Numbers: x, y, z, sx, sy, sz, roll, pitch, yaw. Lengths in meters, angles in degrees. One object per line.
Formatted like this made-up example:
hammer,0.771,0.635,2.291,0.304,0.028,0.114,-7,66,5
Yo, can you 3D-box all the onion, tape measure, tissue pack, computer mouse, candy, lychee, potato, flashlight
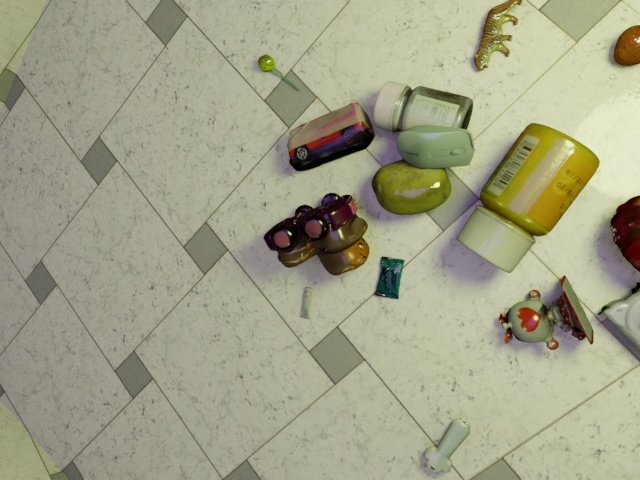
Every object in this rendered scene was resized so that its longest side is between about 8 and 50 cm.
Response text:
onion,0.888,0.001,1.236,0.252,0.219,0.252,3,56,-4
tape measure,0.901,0.209,1.284,0.196,0.105,0.178,44,106,16
tissue pack,0.232,0.126,1.590,0.085,0.028,0.138,10,99,21
computer mouse,0.333,-0.270,1.385,0.231,0.079,0.128,9,139,28
candy,-0.148,-0.602,1.710,0.194,0.062,0.058,41,61,7
lychee,0.866,-0.535,1.273,0.114,0.101,0.140,32,120,-14
potato,0.285,-0.169,1.490,0.228,0.148,0.197,-20,69,7
flashlight,0.413,0.658,1.526,0.093,0.047,0.200,33,101,17

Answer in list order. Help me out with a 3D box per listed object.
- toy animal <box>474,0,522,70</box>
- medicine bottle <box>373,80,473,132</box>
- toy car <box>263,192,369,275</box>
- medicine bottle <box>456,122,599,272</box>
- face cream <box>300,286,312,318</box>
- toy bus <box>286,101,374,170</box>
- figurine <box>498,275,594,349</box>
toy animal,0.535,-0.633,1.426,0.099,0.057,0.241,15,98,21
medicine bottle,0.317,-0.391,1.465,0.273,0.165,0.165,22,100,21
toy car,0.000,0.000,1.578,0.341,0.271,0.240,-18,105,24
medicine bottle,0.573,-0.114,1.339,0.224,0.224,0.384,36,103,17
face cream,-0.049,0.226,1.708,0.038,0.020,0.115,8,96,20
toy bus,0.029,-0.346,1.603,0.303,0.127,0.147,-16,81,23
figurine,0.638,0.235,1.378,0.226,0.160,0.183,-28,81,29
